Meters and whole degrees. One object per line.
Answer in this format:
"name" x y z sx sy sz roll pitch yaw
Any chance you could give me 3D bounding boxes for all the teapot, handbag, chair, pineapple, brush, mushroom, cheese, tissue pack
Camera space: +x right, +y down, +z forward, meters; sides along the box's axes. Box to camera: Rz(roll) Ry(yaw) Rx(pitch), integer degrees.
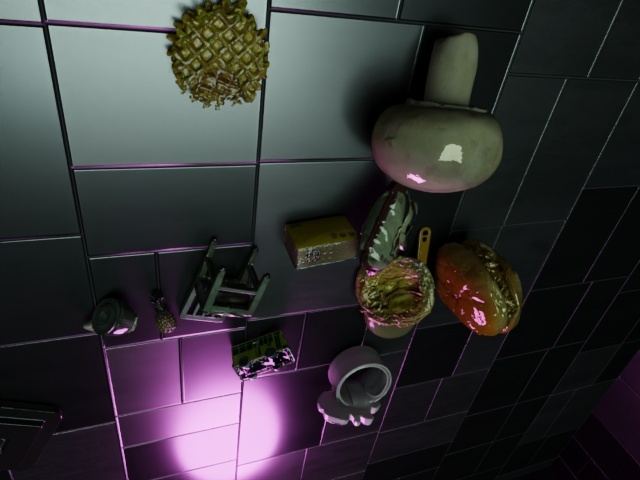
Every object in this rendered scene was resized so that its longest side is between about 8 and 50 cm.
"teapot" -0.515 0.195 1.173 0.090 0.124 0.092 38 64 -55
"handbag" 0.170 -0.020 1.209 0.235 0.127 0.213 -61 159 -2
"chair" -0.251 0.146 1.195 0.136 0.147 0.271 14 117 -32
"pineapple" -0.409 0.181 1.218 0.058 0.058 0.125 -10 122 -16
"brush" 0.303 0.089 1.428 0.103 0.013 0.273 -3 108 -23
"mushroom" 0.264 -0.276 1.043 0.313 0.314 0.337 1 99 -24
"cheese" 0.225 0.236 1.508 0.202 0.091 0.176 13 117 -31
"tissue pack" 0.000 0.000 1.209 0.169 0.120 0.082 -10 127 -15

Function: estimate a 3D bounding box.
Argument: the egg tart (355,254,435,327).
"egg tart" 0.223 0.140 1.384 0.252 0.232 0.098 -40 172 26

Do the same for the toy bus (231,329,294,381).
"toy bus" -0.174 0.342 1.407 0.174 0.101 0.088 -20 131 -2

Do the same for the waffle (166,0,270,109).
"waffle" -0.188 -0.347 0.893 0.192 0.070 0.197 -18 130 -11

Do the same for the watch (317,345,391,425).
"watch" 0.118 0.495 1.604 0.243 0.196 0.232 4 117 -22

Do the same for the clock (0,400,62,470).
"clock" -0.893 0.542 1.282 0.273 0.049 0.279 21 114 -34

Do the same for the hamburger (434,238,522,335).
"hamburger" 0.470 0.150 1.416 0.158 0.319 0.319 -23 131 -12
